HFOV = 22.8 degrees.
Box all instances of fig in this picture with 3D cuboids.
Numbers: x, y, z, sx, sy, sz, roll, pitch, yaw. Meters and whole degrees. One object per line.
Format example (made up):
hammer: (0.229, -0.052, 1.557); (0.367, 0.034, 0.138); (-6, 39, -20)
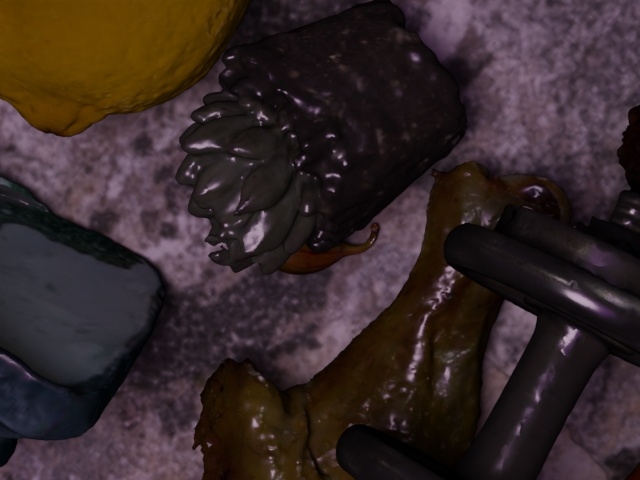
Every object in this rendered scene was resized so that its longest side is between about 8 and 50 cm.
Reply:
fig: (0.000, 0.000, 1.116); (0.083, 0.050, 0.050); (-1, 96, -10)

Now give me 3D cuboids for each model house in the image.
model house: (-0.272, 0.111, 1.077); (0.184, 0.253, 0.291); (40, 106, -11)

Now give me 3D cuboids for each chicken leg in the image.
chicken leg: (0.027, 0.113, 1.081); (0.211, 0.140, 0.361); (15, 89, -11)

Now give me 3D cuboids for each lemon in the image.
lemon: (-0.153, -0.216, 1.016); (0.260, 0.260, 0.284); (-8, 104, 12)

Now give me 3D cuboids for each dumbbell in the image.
dumbbell: (0.126, 0.103, 0.936); (0.192, 0.192, 0.290); (28, 87, 7)

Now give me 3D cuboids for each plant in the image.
plant: (-0.009, -0.068, 1.046); (0.194, 0.129, 0.132); (-32, 68, -10)

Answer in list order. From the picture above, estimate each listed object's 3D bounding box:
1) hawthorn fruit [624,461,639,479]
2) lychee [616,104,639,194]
hawthorn fruit: (0.283, 0.211, 0.968); (0.224, 0.261, 0.224); (0, 89, 2)
lychee: (0.282, -0.041, 0.990); (0.188, 0.188, 0.188); (1, 96, 11)
